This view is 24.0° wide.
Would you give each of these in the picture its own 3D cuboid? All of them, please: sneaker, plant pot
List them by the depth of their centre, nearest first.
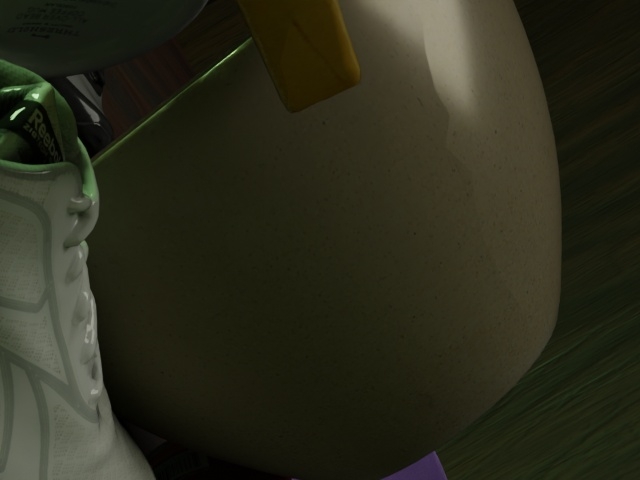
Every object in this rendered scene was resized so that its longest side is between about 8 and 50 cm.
[{"bbox_3d":[-0.118,0.014,0.518,0.292,0.118,0.110,60,0,-40],"label":"sneaker"},{"bbox_3d":[0.000,0.000,0.694,0.191,0.284,0.284,52,3,-8],"label":"plant pot"},{"bbox_3d":[-0.201,-0.167,1.140,0.271,0.108,0.100,63,2,40],"label":"sneaker"}]

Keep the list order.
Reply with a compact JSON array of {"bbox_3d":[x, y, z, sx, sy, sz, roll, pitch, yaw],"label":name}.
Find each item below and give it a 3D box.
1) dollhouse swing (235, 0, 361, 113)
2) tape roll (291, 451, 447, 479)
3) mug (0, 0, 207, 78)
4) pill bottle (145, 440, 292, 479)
[{"bbox_3d":[-0.167,-0.178,0.410,0.305,0.315,0.346,101,-32,-64],"label":"dollhouse swing"},{"bbox_3d":[-0.032,0.089,0.985,0.275,0.090,0.275,52,-12,15],"label":"tape roll"},{"bbox_3d":[-0.211,-0.279,0.844,0.374,0.276,0.328,8,59,-48],"label":"mug"},{"bbox_3d":[-0.040,0.161,0.697,0.086,0.086,0.152,58,3,-31],"label":"pill bottle"}]
